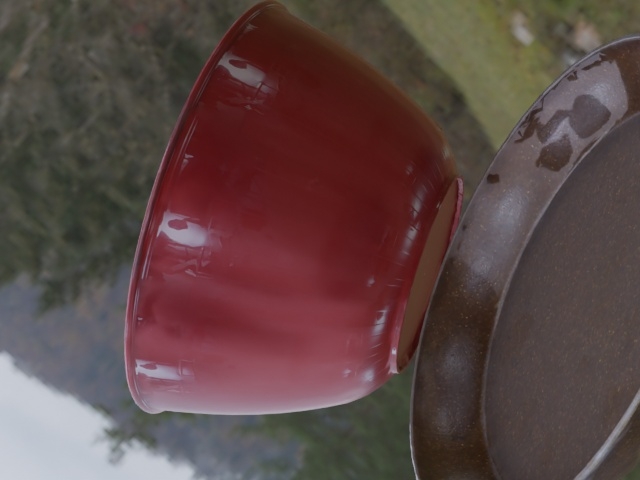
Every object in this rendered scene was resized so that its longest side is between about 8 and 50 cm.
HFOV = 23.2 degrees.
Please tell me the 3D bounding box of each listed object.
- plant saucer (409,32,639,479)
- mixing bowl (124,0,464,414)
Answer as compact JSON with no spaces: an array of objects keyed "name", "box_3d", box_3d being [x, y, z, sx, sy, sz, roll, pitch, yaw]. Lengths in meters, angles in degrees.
[{"name":"plant saucer","box_3d":[0.082,0.017,0.495,0.029,0.168,0.168,23,-178,-17]},{"name":"mixing bowl","box_3d":[0.000,0.000,0.650,0.098,0.181,0.181,17,171,13]}]
